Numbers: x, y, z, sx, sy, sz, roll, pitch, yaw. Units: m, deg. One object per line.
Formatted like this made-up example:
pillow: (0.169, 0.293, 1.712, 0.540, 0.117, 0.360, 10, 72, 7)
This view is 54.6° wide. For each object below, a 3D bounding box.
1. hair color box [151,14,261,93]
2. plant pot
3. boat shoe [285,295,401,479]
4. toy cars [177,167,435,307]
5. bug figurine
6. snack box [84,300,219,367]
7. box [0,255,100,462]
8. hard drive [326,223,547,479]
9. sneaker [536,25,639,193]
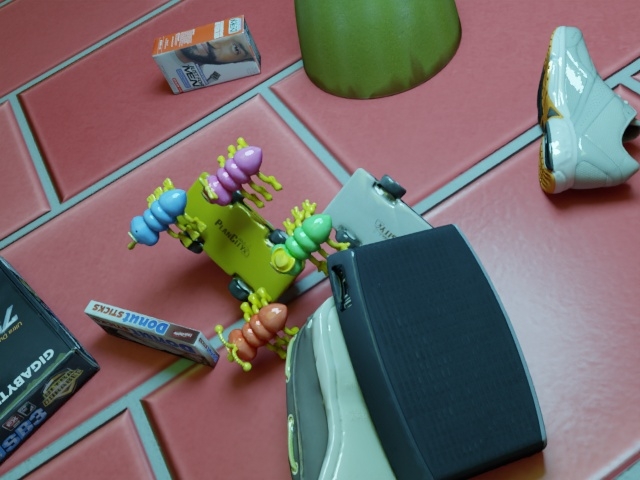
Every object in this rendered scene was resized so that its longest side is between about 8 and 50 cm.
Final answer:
hair color box: (-0.198, -0.324, 1.091, 0.167, 0.093, 0.053, -12, 54, 10)
plant pot: (0.064, -0.421, 0.949, 0.275, 0.293, 0.275, -9, 53, 12)
boat shoe: (0.020, 0.219, 0.628, 0.116, 0.097, 0.324, 13, 56, -28)
toy cars: (0.000, 0.000, 0.794, 0.393, 0.087, 0.176, 1, 91, 16)
bug figurine: (-0.103, 0.005, 0.741, 0.216, 0.072, 0.279, -46, 78, 11)
snack box: (-0.217, 0.119, 0.796, 0.178, 0.064, 0.022, 11, 58, 25)
box: (-0.495, 0.184, 0.837, 0.293, 0.073, 0.295, 34, 71, 35)
hard drive: (0.119, 0.108, 0.627, 0.172, 0.054, 0.255, -13, 71, -16)
sneaker: (0.353, -0.172, 0.815, 0.121, 0.099, 0.262, 4, 64, 11)
